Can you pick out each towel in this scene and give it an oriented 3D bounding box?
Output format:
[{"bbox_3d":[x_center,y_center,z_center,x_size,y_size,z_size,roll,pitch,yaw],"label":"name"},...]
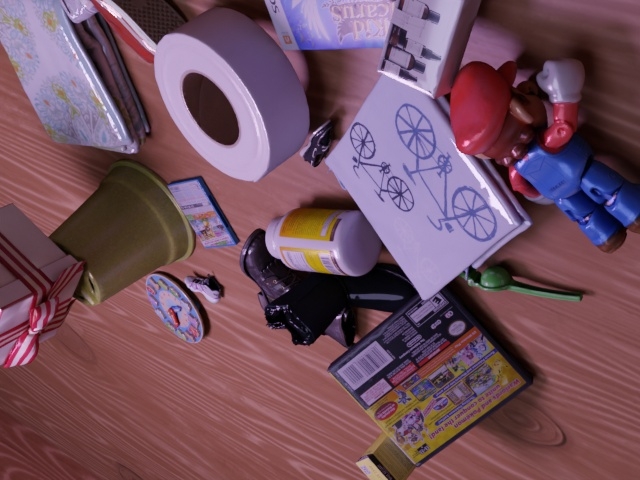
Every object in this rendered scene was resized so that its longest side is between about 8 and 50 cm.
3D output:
[{"bbox_3d":[-0.533,-0.360,2.027,0.320,0.090,0.374,11,132,40],"label":"towel"}]

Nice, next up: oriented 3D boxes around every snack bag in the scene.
[{"bbox_3d":[0.156,-0.083,1.546,0.323,0.037,0.342,55,150,11],"label":"snack bag"}]

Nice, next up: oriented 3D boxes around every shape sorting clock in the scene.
[{"bbox_3d":[-0.363,0.170,2.415,0.206,0.040,0.206,28,141,26],"label":"shape sorting clock"}]

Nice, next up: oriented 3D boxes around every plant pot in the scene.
[{"bbox_3d":[-0.465,0.002,2.167,0.276,0.254,0.276,29,142,26],"label":"plant pot"}]

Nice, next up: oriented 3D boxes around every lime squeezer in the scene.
[{"bbox_3d":[0.274,0.031,1.585,0.310,0.059,0.110,38,115,16],"label":"lime squeezer"}]

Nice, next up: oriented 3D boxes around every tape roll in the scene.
[{"bbox_3d":[-0.151,-0.243,1.648,0.286,0.100,0.286,34,147,26],"label":"tape roll"}]

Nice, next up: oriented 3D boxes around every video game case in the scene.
[{"bbox_3d":[-0.251,-0.057,2.087,0.119,0.015,0.166,-6,120,49],"label":"video game case"},{"bbox_3d":[0.014,-0.398,1.415,0.269,0.061,0.244,9,131,43],"label":"video game case"},{"bbox_3d":[0.193,0.238,1.740,0.275,0.035,0.248,-41,94,20],"label":"video game case"}]

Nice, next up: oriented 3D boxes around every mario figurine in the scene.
[{"bbox_3d":[0.320,-0.140,1.325,0.320,0.170,0.198,38,110,-5],"label":"mario figurine"}]

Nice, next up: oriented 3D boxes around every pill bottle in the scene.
[{"bbox_3d":[0.000,0.000,1.779,0.215,0.117,0.117,5,128,45],"label":"pill bottle"}]

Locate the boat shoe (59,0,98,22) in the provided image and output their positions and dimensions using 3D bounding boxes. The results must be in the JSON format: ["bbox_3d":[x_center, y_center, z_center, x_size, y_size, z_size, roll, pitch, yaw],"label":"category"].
[{"bbox_3d":[-0.483,-0.504,1.789,0.081,0.079,0.227,-31,86,24],"label":"boat shoe"}]

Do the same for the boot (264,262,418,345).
[{"bbox_3d":[0.042,0.124,1.777,0.246,0.207,0.094,19,137,34],"label":"boot"}]

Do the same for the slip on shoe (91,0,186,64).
[{"bbox_3d":[-0.369,-0.445,1.744,0.331,0.123,0.101,48,150,-9],"label":"slip on shoe"}]

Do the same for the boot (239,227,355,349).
[{"bbox_3d":[-0.031,0.098,1.948,0.229,0.091,0.263,21,149,33],"label":"boot"}]

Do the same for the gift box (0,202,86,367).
[{"bbox_3d":[-0.644,0.096,2.021,0.258,0.276,0.255,43,132,13],"label":"gift box"}]

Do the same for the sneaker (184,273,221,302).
[{"bbox_3d":[-0.267,0.095,2.242,0.098,0.038,0.069,29,141,10],"label":"sneaker"}]

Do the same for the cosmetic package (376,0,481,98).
[{"bbox_3d":[0.155,-0.316,1.281,0.099,0.060,0.239,28,123,22],"label":"cosmetic package"}]

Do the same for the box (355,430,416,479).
[{"bbox_3d":[0.173,0.368,1.855,0.087,0.232,0.058,47,149,-3],"label":"box"}]

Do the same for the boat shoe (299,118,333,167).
[{"bbox_3d":[0.000,-0.165,1.675,0.038,0.046,0.125,49,149,5],"label":"boat shoe"}]
